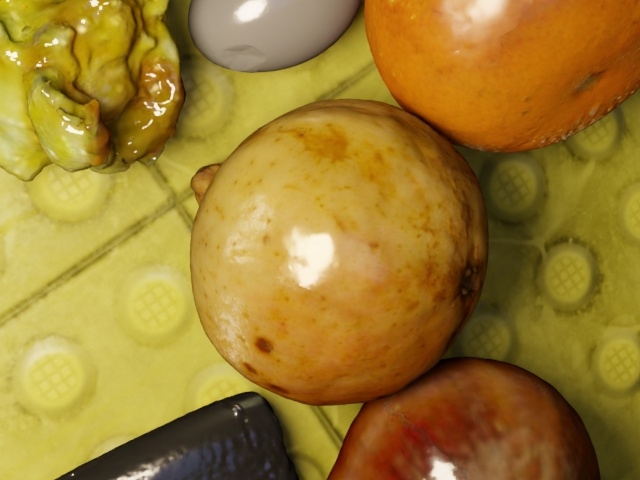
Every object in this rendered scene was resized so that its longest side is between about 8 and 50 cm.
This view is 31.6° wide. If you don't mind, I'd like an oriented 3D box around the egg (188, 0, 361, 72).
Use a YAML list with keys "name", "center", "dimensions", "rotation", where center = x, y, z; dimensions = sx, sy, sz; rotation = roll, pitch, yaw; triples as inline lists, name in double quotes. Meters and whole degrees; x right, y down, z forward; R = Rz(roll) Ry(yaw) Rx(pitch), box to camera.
- name: "egg"
  center: [-0.059, -0.305, 1.438]
  dimensions: [0.232, 0.176, 0.176]
  rotation: [-30, 100, -16]

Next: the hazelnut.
- name: "hazelnut"
  center: [0.171, 0.349, 1.438]
  dimensions: [0.359, 0.359, 0.409]
  rotation: [22, 88, -17]

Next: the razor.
- name: "razor"
  center: [-0.191, 0.331, 1.451]
  dimensions: [0.327, 0.107, 0.189]
  rotation: [-22, 97, -15]

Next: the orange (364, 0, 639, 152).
- name: "orange"
  center: [0.256, -0.311, 1.428]
  dimensions: [0.424, 0.424, 0.326]
  rotation: [-26, 63, -15]

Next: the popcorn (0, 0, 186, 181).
- name: "popcorn"
  center: [-0.314, -0.229, 1.305]
  dimensions: [0.326, 0.290, 0.321]
  rotation: [18, 73, -47]

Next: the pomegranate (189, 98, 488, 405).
- name: "pomegranate"
  center: [0.000, 0.000, 1.392]
  dimensions: [0.410, 0.410, 0.410]
  rotation: [0, 92, -17]
